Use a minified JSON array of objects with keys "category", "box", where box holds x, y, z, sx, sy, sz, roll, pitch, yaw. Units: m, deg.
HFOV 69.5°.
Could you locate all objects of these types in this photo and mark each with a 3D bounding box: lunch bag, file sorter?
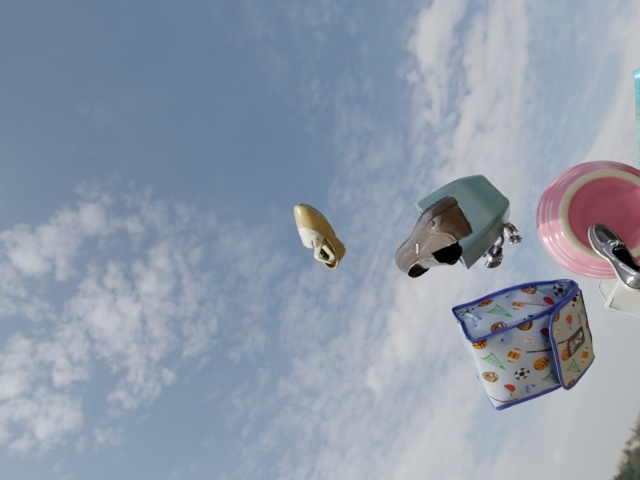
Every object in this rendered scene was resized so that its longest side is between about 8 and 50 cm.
[{"category":"lunch bag","box":[0.676,0.325,1.495,0.385,0.239,0.328,-22,-66,7]},{"category":"file sorter","box":[1.240,0.174,1.750,0.173,0.277,0.193,-58,-18,-63]}]

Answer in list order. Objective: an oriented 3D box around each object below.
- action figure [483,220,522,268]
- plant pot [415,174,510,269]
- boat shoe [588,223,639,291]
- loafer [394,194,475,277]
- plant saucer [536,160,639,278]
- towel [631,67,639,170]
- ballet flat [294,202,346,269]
[{"category":"action figure","box":[0.710,-0.024,1.848,0.099,0.185,0.285,-16,-42,-12]},{"category":"plant pot","box":[0.531,-0.087,1.653,0.252,0.247,0.248,-40,-27,7]},{"category":"boat shoe","box":[0.738,0.026,1.135,0.075,0.206,0.065,-10,-40,-1]},{"category":"loafer","box":[0.300,0.028,1.240,0.133,0.130,0.366,-29,-21,-14]},{"category":"plant saucer","box":[0.774,-0.063,1.258,0.333,0.331,0.084,-65,-15,-2]},{"category":"towel","box":[0.959,-0.347,1.233,0.040,0.271,0.371,4,-98,-8]},{"category":"ballet flat","box":[0.000,0.000,1.067,0.232,0.080,0.073,46,-121,-51]}]
